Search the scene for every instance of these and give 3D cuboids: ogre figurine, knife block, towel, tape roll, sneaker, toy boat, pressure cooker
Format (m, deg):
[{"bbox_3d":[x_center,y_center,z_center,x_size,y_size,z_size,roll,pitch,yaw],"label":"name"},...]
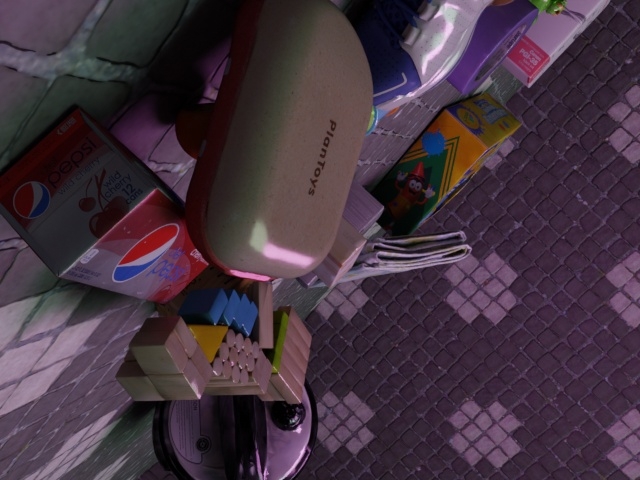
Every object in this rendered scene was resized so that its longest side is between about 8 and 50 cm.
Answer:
[{"bbox_3d":[0.406,-0.463,1.165,0.197,0.097,0.118,-31,-154,57],"label":"ogre figurine"},{"bbox_3d":[-0.119,0.024,0.896,0.242,0.088,0.275,-41,169,-21],"label":"knife block"},{"bbox_3d":[0.152,0.051,1.634,0.321,0.090,0.374,-5,173,-30],"label":"towel"},{"bbox_3d":[0.290,-0.356,1.128,0.189,0.080,0.189,-44,171,-9],"label":"tape roll"},{"bbox_3d":[0.117,-0.272,0.591,0.315,0.127,0.182,-38,157,30],"label":"sneaker"},{"bbox_3d":[-0.056,-0.089,0.521,0.151,0.151,0.231,20,85,-59],"label":"toy boat"},{"bbox_3d":[-0.196,0.424,1.501,0.375,0.370,0.420,-46,176,-22],"label":"pressure cooker"}]

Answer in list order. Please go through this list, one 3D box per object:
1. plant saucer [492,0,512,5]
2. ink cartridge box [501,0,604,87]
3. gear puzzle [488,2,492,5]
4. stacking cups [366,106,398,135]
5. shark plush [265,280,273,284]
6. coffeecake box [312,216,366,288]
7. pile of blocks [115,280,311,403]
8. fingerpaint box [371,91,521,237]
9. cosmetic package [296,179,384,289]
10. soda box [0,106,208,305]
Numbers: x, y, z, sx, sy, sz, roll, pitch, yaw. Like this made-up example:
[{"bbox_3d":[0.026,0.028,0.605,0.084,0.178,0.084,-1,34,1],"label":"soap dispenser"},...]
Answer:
[{"bbox_3d":[0.277,-0.392,0.946,0.015,0.083,0.083,19,122,-41],"label":"plant saucer"},{"bbox_3d":[0.569,-0.527,1.547,0.283,0.117,0.207,-48,171,16],"label":"ink cartridge box"},{"bbox_3d":[0.209,-0.379,0.773,0.175,0.044,0.339,-48,169,26],"label":"gear puzzle"},{"bbox_3d":[0.057,-0.176,0.787,0.316,0.096,0.096,-40,170,-37],"label":"stacking cups"},{"bbox_3d":[-0.104,0.052,1.190,0.073,0.067,0.161,-40,170,-34],"label":"shark plush"},{"bbox_3d":[0.000,0.000,1.193,0.068,0.142,0.185,-44,172,-16],"label":"coffeecake box"},{"bbox_3d":[-0.130,0.123,0.778,0.113,0.149,0.362,-6,164,20],"label":"pile of blocks"},{"bbox_3d":[0.365,-0.222,1.854,0.371,0.163,0.445,-50,171,31],"label":"fingerpaint box"},{"bbox_3d":[0.019,-0.010,1.388,0.238,0.107,0.127,-48,175,-6],"label":"cosmetic package"},{"bbox_3d":[-0.161,-0.012,0.543,0.092,0.083,0.263,-44,172,-6],"label":"soda box"}]
